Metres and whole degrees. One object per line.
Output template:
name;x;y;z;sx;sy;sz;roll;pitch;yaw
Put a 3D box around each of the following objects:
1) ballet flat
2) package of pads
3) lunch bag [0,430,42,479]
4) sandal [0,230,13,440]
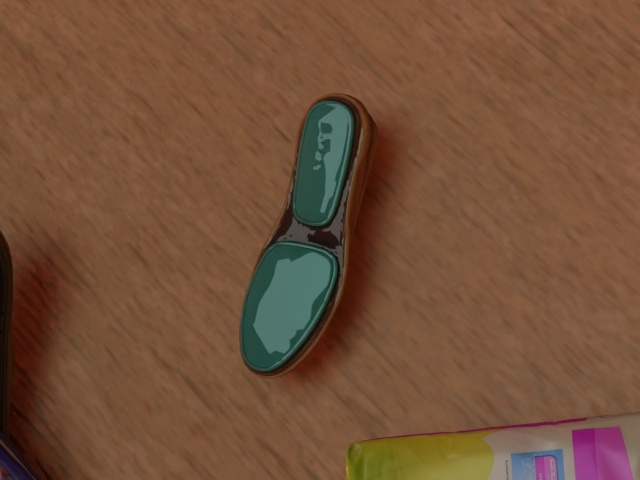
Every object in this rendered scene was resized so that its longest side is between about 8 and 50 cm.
ballet flat;0.000;0.000;1.259;0.080;0.073;0.232;18;91;22
package of pads;0.130;0.275;1.076;0.229;0.101;0.297;-8;71;16
lunch bag;-0.323;0.218;1.302;0.176;0.090;0.219;-38;100;13
sandal;-0.318;0.124;1.378;0.120;0.086;0.303;12;96;-4
